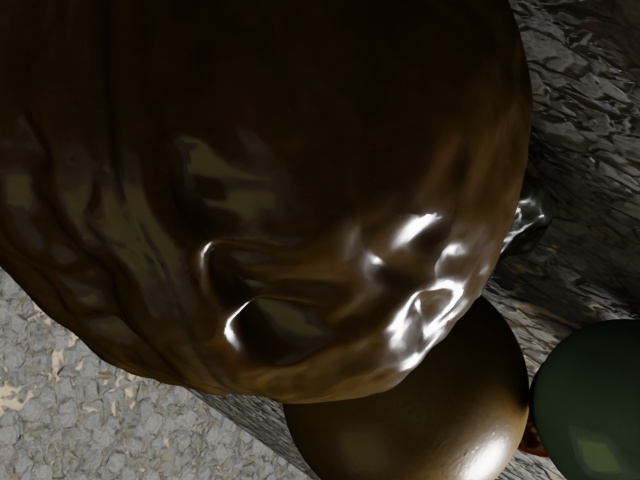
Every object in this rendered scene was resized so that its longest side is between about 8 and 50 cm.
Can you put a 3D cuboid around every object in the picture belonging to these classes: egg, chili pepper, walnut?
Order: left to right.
[{"bbox_3d":[-0.054,-0.075,0.955,0.354,0.308,0.398,-12,142,13],"label":"walnut"},{"bbox_3d":[0.091,0.157,1.655,0.250,0.250,0.322,25,175,18],"label":"egg"},{"bbox_3d":[0.253,0.238,2.017,0.088,0.065,0.169,32,170,-5],"label":"chili pepper"},{"bbox_3d":[0.291,0.163,1.438,0.231,0.168,0.168,34,166,-31],"label":"egg"}]

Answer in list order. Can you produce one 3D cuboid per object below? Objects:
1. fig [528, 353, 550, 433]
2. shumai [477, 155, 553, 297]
[{"bbox_3d":[0.276,0.153,1.611,0.123,0.123,0.156,27,-156,12],"label":"fig"},{"bbox_3d":[0.000,0.000,1.258,0.309,0.263,0.304,24,163,22],"label":"shumai"}]
